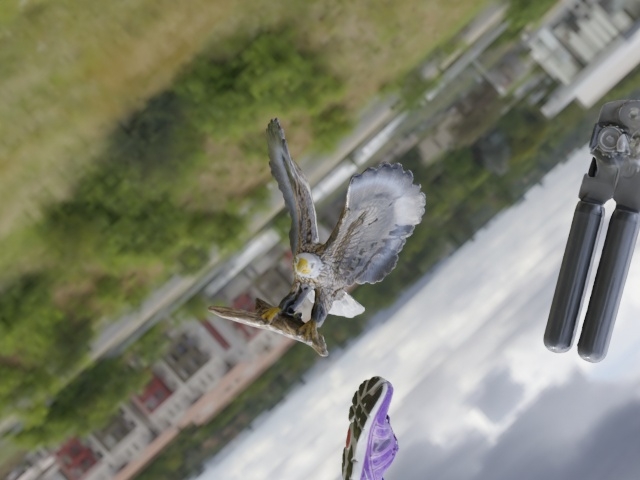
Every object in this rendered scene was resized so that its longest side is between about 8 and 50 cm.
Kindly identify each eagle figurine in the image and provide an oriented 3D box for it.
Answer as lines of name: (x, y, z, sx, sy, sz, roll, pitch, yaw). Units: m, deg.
eagle figurine: (0.001, 0.002, 1.974, 0.225, 0.226, 0.298, 31, -74, 67)

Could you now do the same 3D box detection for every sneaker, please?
sneaker: (0.073, 0.252, 1.844, 0.068, 0.071, 0.170, -115, -148, -58)

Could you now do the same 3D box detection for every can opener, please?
can opener: (0.309, -0.012, 1.506, 0.095, 0.076, 0.283, 11, 94, -71)
